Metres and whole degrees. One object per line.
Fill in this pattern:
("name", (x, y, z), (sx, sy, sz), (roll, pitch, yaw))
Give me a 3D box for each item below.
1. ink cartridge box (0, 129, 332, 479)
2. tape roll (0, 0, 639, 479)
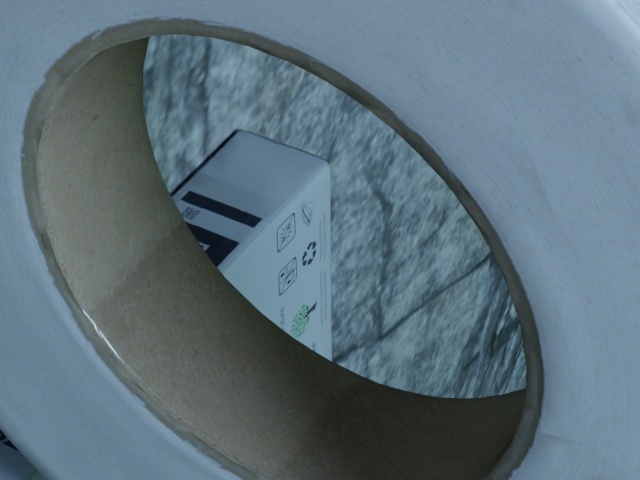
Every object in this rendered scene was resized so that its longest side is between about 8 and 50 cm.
("ink cartridge box", (-0.101, 0.103, 0.974), (0.333, 0.065, 0.165), (-49, 150, -42))
("tape roll", (0.000, 0.000, 0.689), (0.072, 0.392, 0.392), (-48, 150, -41))
